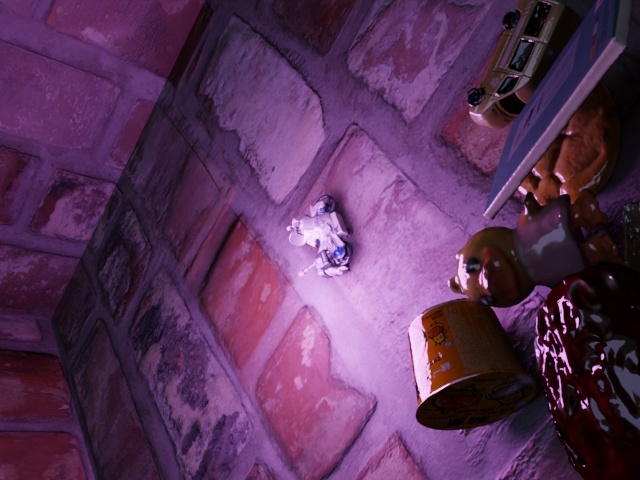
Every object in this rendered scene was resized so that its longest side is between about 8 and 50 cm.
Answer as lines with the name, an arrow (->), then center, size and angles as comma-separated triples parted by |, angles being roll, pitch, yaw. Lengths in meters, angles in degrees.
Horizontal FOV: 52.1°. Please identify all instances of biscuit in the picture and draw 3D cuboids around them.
biscuit -> 0.446, -0.183, 1.194 | 0.203, 0.041, 0.259 | 20, 96, 49

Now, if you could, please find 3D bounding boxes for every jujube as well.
jujube -> 0.441, 0.214, 0.924 | 0.258, 0.258, 0.376 | -44, 55, 31

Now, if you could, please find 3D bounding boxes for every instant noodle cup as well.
instant noodle cup -> 0.256, 0.219, 1.172 | 0.216, 0.216, 0.172 | -42, 42, 32

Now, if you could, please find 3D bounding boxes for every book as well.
book -> 0.372, -0.230, 1.033 | 0.264, 0.031, 0.379 | -61, -4, -37

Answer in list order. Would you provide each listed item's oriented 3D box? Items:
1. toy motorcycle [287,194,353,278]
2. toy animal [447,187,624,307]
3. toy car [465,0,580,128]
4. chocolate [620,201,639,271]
toy motorcycle -> 0.000, 0.000, 1.600 | 0.150, 0.102, 0.221 | -35, 53, 21
toy animal -> 0.348, 0.025, 1.117 | 0.281, 0.169, 0.195 | -26, 92, 14
toy car -> 0.390, -0.333, 1.260 | 0.124, 0.101, 0.256 | 31, 100, 45
chocolate -> 0.598, 0.006, 0.922 | 0.321, 0.112, 0.111 | 4, 90, 48
